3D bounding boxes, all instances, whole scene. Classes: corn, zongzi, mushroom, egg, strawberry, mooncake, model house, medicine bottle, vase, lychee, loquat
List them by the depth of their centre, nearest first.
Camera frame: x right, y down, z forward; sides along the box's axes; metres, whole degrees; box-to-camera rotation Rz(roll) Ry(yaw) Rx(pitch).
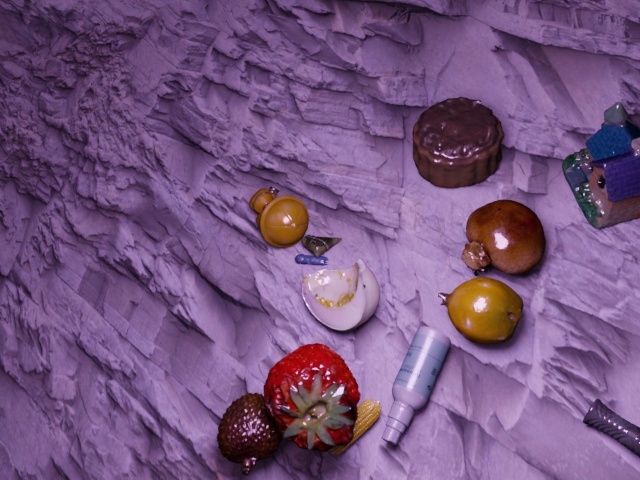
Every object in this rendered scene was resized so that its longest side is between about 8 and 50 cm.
[{"bbox_3d":[0.821,0.516,1.458,0.237,0.115,0.115,33,74,31],"label":"vase"},{"bbox_3d":[-0.027,0.445,1.614,0.292,0.310,0.291,1,85,-10],"label":"strawberry"},{"bbox_3d":[0.274,0.430,1.646,0.110,0.110,0.351,19,68,24],"label":"medicine bottle"},{"bbox_3d":[0.102,0.552,1.651,0.206,0.067,0.067,-44,60,-10],"label":"corn"},{"bbox_3d":[-0.208,0.574,1.654,0.200,0.200,0.238,-9,53,10],"label":"lychee"},{"bbox_3d":[0.473,0.204,1.669,0.246,0.213,0.213,17,67,20],"label":"loquat"},{"bbox_3d":[0.934,-0.248,1.748,0.245,0.280,0.312,-14,58,8],"label":"model house"},{"bbox_3d":[0.576,-0.006,1.762,0.283,0.195,0.263,-45,65,-11],"label":"mushroom"},{"bbox_3d":[0.095,0.175,1.813,0.271,0.162,0.206,-19,89,42],"label":"egg"},{"bbox_3d":[0.484,-0.353,1.988,0.324,0.187,0.324,-6,60,10],"label":"mooncake"},{"bbox_3d":[0.000,0.000,2.005,0.119,0.055,0.109,-31,43,-25],"label":"zongzi"}]

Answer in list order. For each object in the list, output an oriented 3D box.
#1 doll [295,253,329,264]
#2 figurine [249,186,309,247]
[{"bbox_3d":[-0.031,0.069,1.984,0.125,0.027,0.037,5,64,15],"label":"doll"},{"bbox_3d":[-0.160,-0.091,2.028,0.257,0.167,0.192,36,89,31],"label":"figurine"}]
